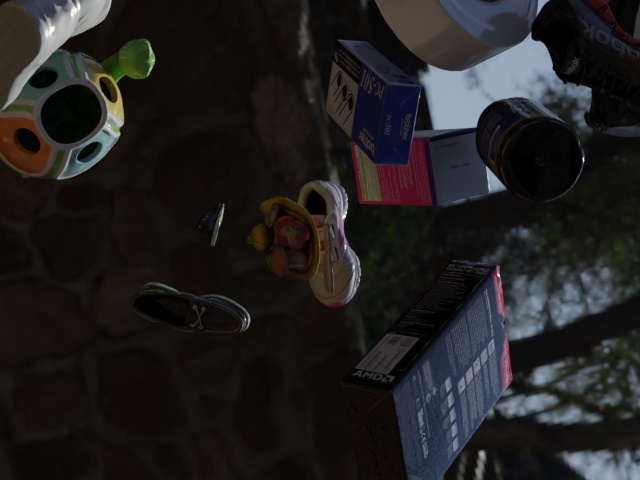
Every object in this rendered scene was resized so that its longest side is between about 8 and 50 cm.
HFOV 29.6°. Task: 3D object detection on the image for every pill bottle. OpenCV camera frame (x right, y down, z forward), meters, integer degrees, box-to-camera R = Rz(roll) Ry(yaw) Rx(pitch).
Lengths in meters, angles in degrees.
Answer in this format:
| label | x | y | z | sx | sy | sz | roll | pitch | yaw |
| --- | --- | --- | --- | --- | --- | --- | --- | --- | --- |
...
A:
| label | x | y | z | sx | sy | sz | roll | pitch | yaw |
| --- | --- | --- | --- | --- | --- | --- | --- | --- | --- |
| pill bottle | 0.293 | -0.140 | 1.758 | 0.219 | 0.122 | 0.123 | -107 | -175 | -71 |

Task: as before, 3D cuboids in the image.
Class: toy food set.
| label | x | y | z | sx | sy | sz | roll | pitch | yaw |
| --- | --- | --- | --- | --- | --- | --- | --- | --- | --- |
| toy food set | -0.062 | 0.005 | 2.008 | 0.218 | 0.071 | 0.128 | 28 | -58 | 55 |

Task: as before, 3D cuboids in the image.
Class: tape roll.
| label | x | y | z | sx | sy | sz | roll | pitch | yaw |
| --- | --- | --- | --- | --- | --- | --- | --- | --- | --- |
| tape roll | 0.195 | -0.399 | 1.790 | 0.100 | 0.286 | 0.286 | -22 | -102 | 45 |

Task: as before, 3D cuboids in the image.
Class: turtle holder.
| label | x | y | z | sx | sy | sz | roll | pitch | yaw |
| --- | --- | --- | --- | --- | --- | --- | --- | --- | --- |
| turtle holder | -0.459 | -0.241 | 2.269 | 0.227 | 0.320 | 0.243 | -171 | -107 | -65 |

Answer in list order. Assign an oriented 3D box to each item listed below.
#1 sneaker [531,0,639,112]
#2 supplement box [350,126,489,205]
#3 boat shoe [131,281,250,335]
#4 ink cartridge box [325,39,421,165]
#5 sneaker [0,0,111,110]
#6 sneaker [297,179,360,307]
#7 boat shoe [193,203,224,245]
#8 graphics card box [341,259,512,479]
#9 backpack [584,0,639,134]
| label | x | y | z | sx | sy | sz | roll | pitch | yaw |
| --- | --- | --- | --- | --- | --- | --- | --- | --- | --- |
| sneaker | 0.412 | -0.252 | 1.742 | 0.276 | 0.135 | 0.098 | 46 | -30 | 10 |
| supplement box | 0.159 | -0.121 | 1.981 | 0.220 | 0.111 | 0.114 | 7 | -72 | 58 |
| boat shoe | -0.251 | 0.140 | 2.328 | 0.069 | 0.227 | 0.081 | -47 | 149 | -73 |
| ink cartridge box | 0.061 | -0.171 | 1.472 | 0.207 | 0.046 | 0.097 | -124 | -141 | -61 |
| sneaker | -0.380 | -0.268 | 1.610 | 0.292 | 0.169 | 0.108 | -20 | -72 | 50 |
| sneaker | 0.000 | 0.000 | 2.237 | 0.111 | 0.103 | 0.252 | 29 | 47 | -62 |
| boat shoe | -0.197 | -0.033 | 2.163 | 0.133 | 0.042 | 0.049 | -79 | -178 | -63 |
| graphics card box | 0.174 | 0.217 | 1.864 | 0.371 | 0.094 | 0.233 | -44 | 132 | -46 |
| backpack | 0.582 | -0.361 | 2.035 | 0.290 | 0.273 | 0.356 | 1 | 88 | -80 |
